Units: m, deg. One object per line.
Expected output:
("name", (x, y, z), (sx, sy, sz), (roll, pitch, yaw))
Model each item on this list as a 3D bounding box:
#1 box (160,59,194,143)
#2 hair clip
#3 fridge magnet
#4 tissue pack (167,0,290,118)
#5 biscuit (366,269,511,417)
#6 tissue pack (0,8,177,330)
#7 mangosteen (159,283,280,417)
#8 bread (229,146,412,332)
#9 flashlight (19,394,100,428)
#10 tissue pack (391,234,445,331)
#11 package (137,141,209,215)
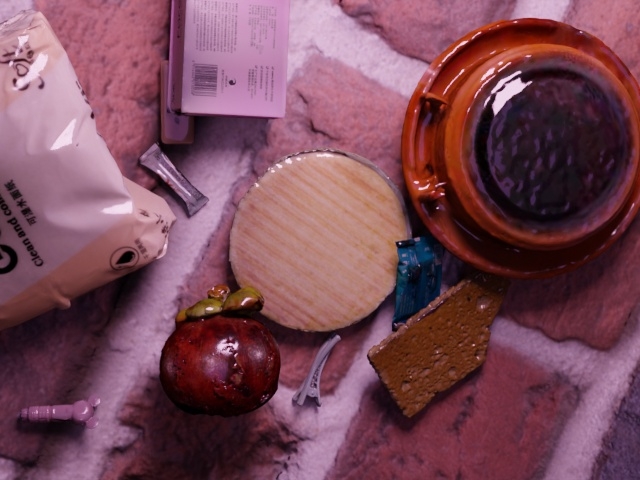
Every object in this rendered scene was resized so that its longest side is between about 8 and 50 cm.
("box", (-0.198, -0.191, 1.445), (0.048, 0.025, 0.115), (0, 96, -5))
("hair clip", (0.002, 0.187, 1.507), (0.039, 0.030, 0.115), (23, 95, -27))
("fridge magnet", (0.290, -0.125, 1.442), (0.363, 0.155, 0.364), (-1, 93, -8))
("tissue pack", (-0.119, -0.287, 1.400), (0.148, 0.092, 0.247), (2, 95, -19))
("biscuit", (0.186, 0.140, 1.507), (0.236, 0.026, 0.131), (-36, 117, -7))
("tissue pack", (-0.434, -0.070, 1.356), (0.390, 0.195, 0.376), (-28, 111, -3))
("mangosteen", (-0.137, 0.150, 1.427), (0.166, 0.166, 0.180), (1, 82, -7))
("bread", (0.000, 0.000, 1.480), (0.266, 0.040, 0.267), (-1, 96, -8))
("flashlight", (-0.364, 0.244, 1.467), (0.110, 0.031, 0.052), (-3, 57, -1))
("tissue pack", (0.140, 0.060, 1.482), (0.085, 0.028, 0.138), (-11, 118, -26))
("package", (-0.204, -0.085, 1.460), (0.037, 0.015, 0.110), (-43, 97, 0))
